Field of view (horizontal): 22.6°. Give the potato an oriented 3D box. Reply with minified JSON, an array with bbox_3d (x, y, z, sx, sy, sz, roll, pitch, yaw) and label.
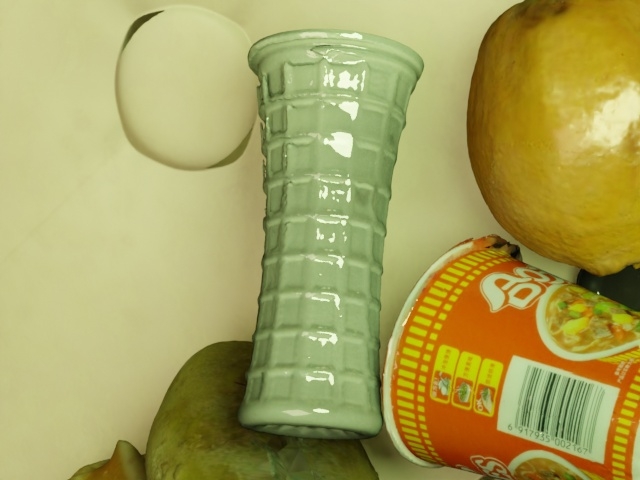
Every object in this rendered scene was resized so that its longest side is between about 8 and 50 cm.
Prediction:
[{"bbox_3d":[-0.045,0.219,1.314,0.173,0.210,0.307,112,148,-43],"label":"potato"}]

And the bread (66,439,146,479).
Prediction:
[{"bbox_3d":[-0.193,0.383,1.442,0.341,0.210,0.300,-44,79,26],"label":"bread"}]

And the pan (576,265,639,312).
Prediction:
[{"bbox_3d":[0.244,0.018,1.260,0.068,0.023,0.115,25,107,20],"label":"pan"}]

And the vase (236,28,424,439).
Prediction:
[{"bbox_3d":[0.000,0.000,1.243,0.143,0.143,0.299,-2,75,25],"label":"vase"}]

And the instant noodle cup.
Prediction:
[{"bbox_3d":[0.185,0.108,1.185,0.212,0.193,0.193,16,108,39],"label":"instant noodle cup"}]

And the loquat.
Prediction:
[{"bbox_3d":[0.199,-0.090,1.178,0.187,0.176,0.234,-5,90,14],"label":"loquat"}]
